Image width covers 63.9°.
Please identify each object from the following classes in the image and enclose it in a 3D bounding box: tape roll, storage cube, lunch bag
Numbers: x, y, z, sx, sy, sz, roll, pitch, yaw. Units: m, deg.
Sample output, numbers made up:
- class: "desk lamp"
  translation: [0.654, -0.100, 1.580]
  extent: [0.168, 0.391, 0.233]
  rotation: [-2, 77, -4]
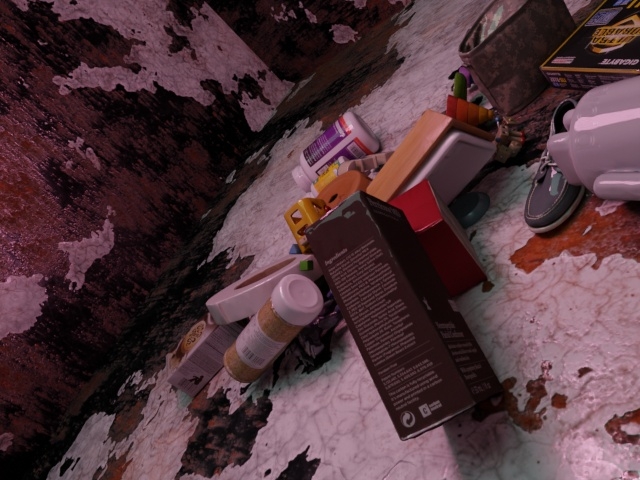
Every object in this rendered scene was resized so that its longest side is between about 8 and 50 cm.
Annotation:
- class: "tape roll"
  translation: [-0.152, 0.126, 1.522]
  extent: [0.392, 0.072, 0.392]
  rotation: [-26, 6, 3]
- class: "storage cube"
  translation: [0.212, 0.018, 1.115]
  extent: [0.193, 0.215, 0.184]
  rotation: [-32, 27, 18]
- class: "lunch bag"
  translation: [0.514, -0.507, 1.365]
  extent: [0.287, 0.235, 0.169]
  rotation: [-47, 29, 1]

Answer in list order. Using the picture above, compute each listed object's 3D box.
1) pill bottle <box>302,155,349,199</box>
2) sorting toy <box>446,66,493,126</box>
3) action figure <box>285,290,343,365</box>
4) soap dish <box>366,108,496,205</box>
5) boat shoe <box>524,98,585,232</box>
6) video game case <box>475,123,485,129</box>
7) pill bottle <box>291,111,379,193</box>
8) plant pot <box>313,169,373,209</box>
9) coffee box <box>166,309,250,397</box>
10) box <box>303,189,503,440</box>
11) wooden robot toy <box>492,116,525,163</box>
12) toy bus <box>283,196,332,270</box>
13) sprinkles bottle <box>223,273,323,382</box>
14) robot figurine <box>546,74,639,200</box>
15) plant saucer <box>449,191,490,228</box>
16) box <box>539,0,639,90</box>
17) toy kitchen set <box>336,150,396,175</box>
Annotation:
- class: "pill bottle"
  translation: [0.040, -0.190, 1.822]
  extent: [0.208, 0.117, 0.117]
  rotation: [-42, 25, 19]
- class: "sorting toy"
  translation: [0.454, -0.422, 1.509]
  extent: [0.126, 0.127, 0.365]
  rotation: [4, 40, 22]
- class: "action figure"
  translation: [0.004, 0.203, 1.322]
  extent: [0.285, 0.099, 0.185]
  rotation: [-47, 33, 12]
- class: "soap dish"
  translation: [0.260, -0.169, 1.231]
  extent: [0.291, 0.229, 0.118]
  rotation: [-53, 57, 28]
- class: "boat shoe"
  translation: [0.483, -0.159, 1.058]
  extent: [0.116, 0.099, 0.319]
  rotation: [-4, 49, 57]
- class: "video game case"
  translation: [0.340, -0.247, 1.524]
  extent: [0.274, 0.026, 0.196]
  rotation: [-52, 24, -7]
- class: "pill bottle"
  translation: [0.050, -0.317, 1.921]
  extent: [0.323, 0.181, 0.181]
  rotation: [-38, 26, 21]
- class: "plant pot"
  translation: [0.099, -0.056, 1.420]
  extent: [0.291, 0.203, 0.291]
  rotation: [-38, 25, 21]
- class: "coffee box"
  translation: [-0.371, 0.344, 1.705]
  extent: [0.297, 0.119, 0.168]
  rotation: [-48, 24, 1]
- class: "box"
  translation: [0.139, 0.117, 0.878]
  extent: [0.143, 0.191, 0.381]
  rotation: [-37, 66, 22]
- class: "wooden robot toy"
  translation: [0.461, -0.237, 1.286]
  extent: [0.079, 0.076, 0.173]
  rotation: [105, -178, -48]
- class: "toy bus"
  translation: [-0.009, -0.007, 1.258]
  extent: [0.202, 0.104, 0.191]
  rotation: [12, 96, 37]
- class: "sprinkles bottle"
  translation: [-0.129, 0.233, 1.313]
  extent: [0.355, 0.121, 0.121]
  rotation: [-51, 18, 37]
- class: "robot figurine"
  translation: [0.558, -0.173, 0.829]
  extent: [0.300, 0.200, 0.353]
  rotation: [-55, 25, -19]
- class: "plant saucer"
  translation: [0.354, -0.078, 1.248]
  extent: [0.119, 0.021, 0.119]
  rotation: [-38, 26, 23]
- class: "box"
  translation: [0.706, -0.457, 1.165]
  extent: [0.257, 0.079, 0.322]
  rotation: [-44, 24, 4]
- class: "toy kitchen set"
  translation: [0.152, -0.196, 1.720]
  extent: [0.207, 0.166, 0.122]
  rotation: [-17, 12, -27]
